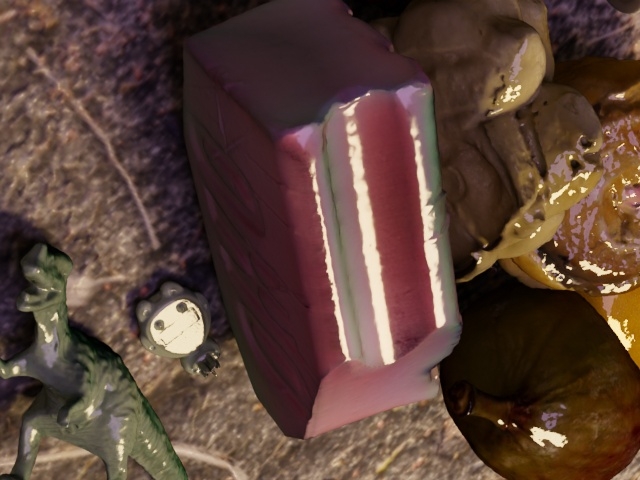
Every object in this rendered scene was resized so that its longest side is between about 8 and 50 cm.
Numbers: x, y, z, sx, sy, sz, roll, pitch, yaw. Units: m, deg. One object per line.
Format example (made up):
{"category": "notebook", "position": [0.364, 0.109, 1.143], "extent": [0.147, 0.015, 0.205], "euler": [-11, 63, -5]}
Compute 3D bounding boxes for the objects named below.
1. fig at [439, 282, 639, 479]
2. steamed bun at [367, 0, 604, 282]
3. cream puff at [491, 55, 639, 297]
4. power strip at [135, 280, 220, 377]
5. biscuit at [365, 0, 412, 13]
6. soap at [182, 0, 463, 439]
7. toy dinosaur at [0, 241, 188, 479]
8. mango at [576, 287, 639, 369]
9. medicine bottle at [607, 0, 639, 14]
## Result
{"category": "fig", "position": [0.150, 0.109, 1.275], "extent": [0.145, 0.170, 0.274], "euler": [-40, 166, 15]}
{"category": "steamed bun", "position": [0.108, -0.084, 1.140], "extent": [0.106, 0.177, 0.192], "euler": [-25, 167, -36]}
{"category": "cream puff", "position": [0.193, -0.046, 1.273], "extent": [0.189, 0.129, 0.189], "euler": [-6, 109, -18]}
{"category": "power strip", "position": [-0.095, 0.066, 1.222], "extent": [0.055, 0.035, 0.083], "euler": [-38, 131, -6]}
{"category": "biscuit", "position": [0.076, -0.233, 1.123], "extent": [0.192, 0.049, 0.192], "euler": [-22, 133, -26]}
{"category": "soap", "position": [0.000, 0.000, 1.133], "extent": [0.109, 0.193, 0.324], "euler": [-25, 132, -15]}
{"category": "toy dinosaur", "position": [-0.155, 0.161, 1.212], "extent": [0.129, 0.076, 0.383], "euler": [-47, 140, -25]}
{"category": "mango", "position": [0.238, 0.047, 1.406], "extent": [0.098, 0.075, 0.190], "euler": [-47, 131, -24]}
{"category": "medicine bottle", "position": [0.316, -0.234, 1.254], "extent": [0.260, 0.095, 0.095], "euler": [-23, 130, -18]}
